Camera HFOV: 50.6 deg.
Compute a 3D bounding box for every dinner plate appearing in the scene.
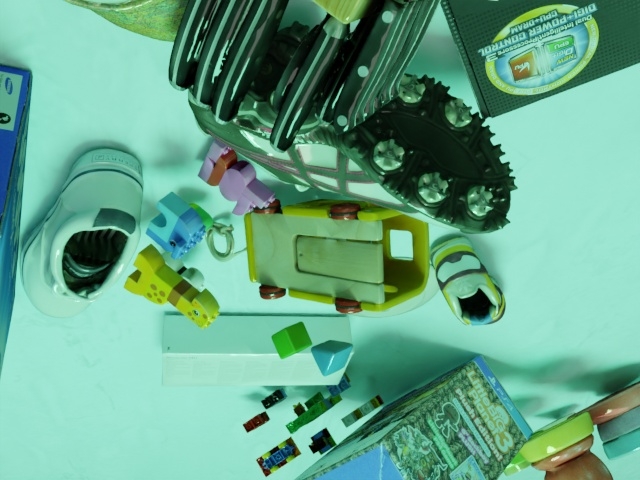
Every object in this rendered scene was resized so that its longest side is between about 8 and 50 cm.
[{"bbox_3d":[0.082,0.066,0.844,0.141,0.017,0.141,-4,146,-3],"label":"dinner plate"}]

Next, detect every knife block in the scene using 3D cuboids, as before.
[{"bbox_3d":[0.000,-0.191,0.351,0.242,0.088,0.275,-4,113,29],"label":"knife block"}]

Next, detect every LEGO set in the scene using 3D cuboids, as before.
[{"bbox_3d":[-0.117,0.022,0.647,0.093,0.087,0.227,39,133,3],"label":"LEGO set"}]

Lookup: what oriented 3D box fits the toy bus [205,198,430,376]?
[{"bbox_3d":[0.009,0.006,0.666,0.104,0.202,0.191,-14,151,-47],"label":"toy bus"}]

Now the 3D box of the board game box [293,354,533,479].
[{"bbox_3d":[0.128,0.320,0.977,0.291,0.141,0.232,-22,165,-50],"label":"board game box"}]

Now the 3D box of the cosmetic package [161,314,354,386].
[{"bbox_3d":[-0.085,0.144,0.886,0.239,0.060,0.098,2,146,-12],"label":"cosmetic package"}]

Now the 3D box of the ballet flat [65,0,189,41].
[{"bbox_3d":[-0.152,-0.206,0.316,0.123,0.123,0.348,-20,137,18],"label":"ballet flat"}]

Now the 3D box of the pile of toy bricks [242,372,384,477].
[{"bbox_3d":[-0.011,0.271,1.061,0.212,0.118,0.105,-35,166,12],"label":"pile of toy bricks"}]

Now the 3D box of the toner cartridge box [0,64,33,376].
[{"bbox_3d":[-0.313,0.025,0.597,0.075,0.165,0.347,9,142,-21],"label":"toner cartridge box"}]

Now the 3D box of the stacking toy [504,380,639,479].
[{"bbox_3d":[0.428,0.358,1.118,0.309,0.130,0.279,-14,156,-30],"label":"stacking toy"}]

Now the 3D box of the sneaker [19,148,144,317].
[{"bbox_3d":[-0.242,0.021,0.663,0.094,0.091,0.258,12,140,-24],"label":"sneaker"}]

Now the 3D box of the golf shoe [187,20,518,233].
[{"bbox_3d":[0.025,-0.081,0.541,0.273,0.105,0.120,26,157,-8],"label":"golf shoe"}]

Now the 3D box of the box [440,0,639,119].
[{"bbox_3d":[0.204,-0.211,0.436,0.270,0.060,0.216,-18,142,17],"label":"box"}]

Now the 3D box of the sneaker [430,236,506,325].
[{"bbox_3d":[0.183,0.075,0.807,0.070,0.083,0.185,-26,140,17],"label":"sneaker"}]
